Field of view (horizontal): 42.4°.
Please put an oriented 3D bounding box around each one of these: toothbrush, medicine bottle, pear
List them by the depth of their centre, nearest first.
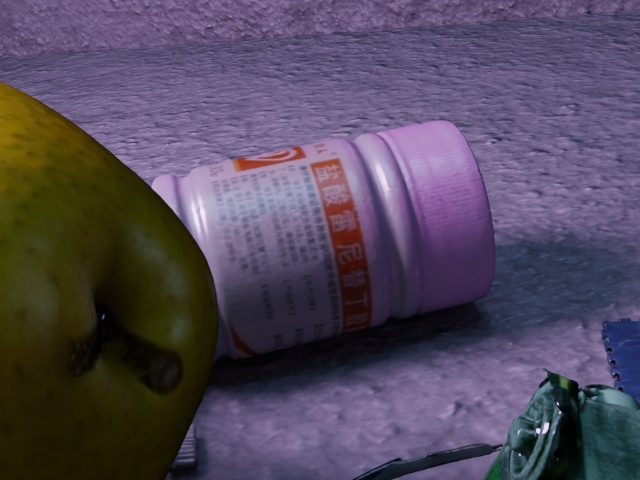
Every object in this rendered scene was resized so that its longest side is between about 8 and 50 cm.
[{"bbox_3d":[-0.271,0.067,0.522,0.418,0.363,0.362,-9,24,23],"label":"pear"},{"bbox_3d":[-0.144,0.129,0.841,0.029,0.025,0.307,-4,26,-8],"label":"toothbrush"},{"bbox_3d":[0.000,0.000,0.855,0.315,0.202,0.202,-13,27,-8],"label":"medicine bottle"}]

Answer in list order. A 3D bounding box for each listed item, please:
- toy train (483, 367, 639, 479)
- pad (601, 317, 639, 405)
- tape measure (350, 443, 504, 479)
[{"bbox_3d":[0.130,0.208,0.406,0.120,0.202,0.301,19,29,1],"label":"toy train"},{"bbox_3d":[0.385,0.134,0.681,0.269,0.012,0.269,-4,26,10],"label":"pad"},{"bbox_3d":[0.012,0.229,0.557,0.330,0.084,0.164,-8,23,-25],"label":"tape measure"}]
